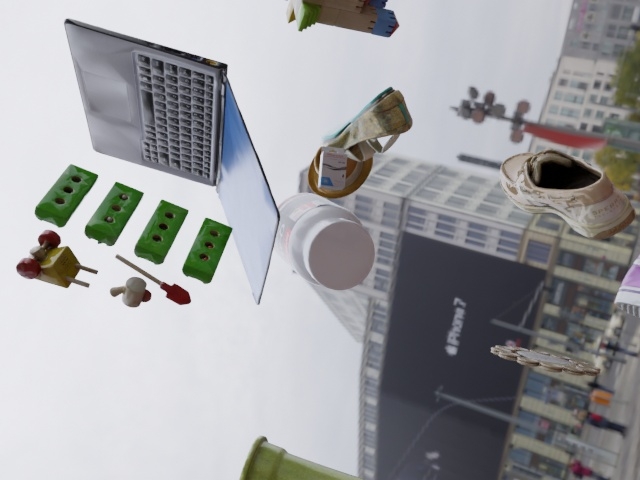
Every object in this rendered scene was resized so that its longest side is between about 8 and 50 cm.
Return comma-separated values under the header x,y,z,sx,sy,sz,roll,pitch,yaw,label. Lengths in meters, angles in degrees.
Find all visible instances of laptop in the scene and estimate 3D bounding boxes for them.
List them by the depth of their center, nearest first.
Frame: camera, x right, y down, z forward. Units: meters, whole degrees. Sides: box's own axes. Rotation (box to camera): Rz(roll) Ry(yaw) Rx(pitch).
x,y,z,sx,sy,sz,roll,pitch,yaw,label
-0.252,-0.112,1.232,0.382,0.407,0.236,111,175,-63,laptop

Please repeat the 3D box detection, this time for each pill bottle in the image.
x,y,z,sx,sy,sz,roll,pitch,yaw,label
0.000,0.000,1.887,0.363,0.210,0.210,-146,68,-70,pill bottle

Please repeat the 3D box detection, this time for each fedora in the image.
x,y,z,sx,sy,sz,roll,pitch,yaw,label
0.041,-0.204,1.872,0.194,0.194,0.079,-66,-30,-18,fedora

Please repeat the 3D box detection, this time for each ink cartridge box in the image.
x,y,z,sx,sy,sz,roll,pitch,yaw,label
0.024,-0.141,1.378,0.028,0.048,0.083,139,136,-77,ink cartridge box

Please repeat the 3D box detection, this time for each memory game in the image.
x,y,z,sx,sy,sz,roll,pitch,yaw,label
0.387,0.208,1.250,0.186,0.186,0.012,8,-88,-68,memory game

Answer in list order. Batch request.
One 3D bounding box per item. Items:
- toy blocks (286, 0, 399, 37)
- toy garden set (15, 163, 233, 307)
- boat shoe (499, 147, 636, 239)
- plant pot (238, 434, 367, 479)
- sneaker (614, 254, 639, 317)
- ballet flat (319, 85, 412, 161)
x,y,z,sx,sy,sz,roll,pitch,yaw,label
0.060,-0.640,1.765,0.191,0.260,0.382,117,152,-47,toy blocks
-0.261,0.015,0.961,0.204,0.244,0.049,-76,10,-51,toy garden set
0.412,-0.112,1.269,0.121,0.341,0.110,-39,-66,-3,boat shoe
-0.020,0.533,1.376,0.276,0.253,0.276,8,-90,-81,plant pot
0.542,0.048,0.986,0.102,0.282,0.161,33,-96,-27,sneaker
0.101,-0.240,1.644,0.348,0.123,0.123,-20,44,66,ballet flat
